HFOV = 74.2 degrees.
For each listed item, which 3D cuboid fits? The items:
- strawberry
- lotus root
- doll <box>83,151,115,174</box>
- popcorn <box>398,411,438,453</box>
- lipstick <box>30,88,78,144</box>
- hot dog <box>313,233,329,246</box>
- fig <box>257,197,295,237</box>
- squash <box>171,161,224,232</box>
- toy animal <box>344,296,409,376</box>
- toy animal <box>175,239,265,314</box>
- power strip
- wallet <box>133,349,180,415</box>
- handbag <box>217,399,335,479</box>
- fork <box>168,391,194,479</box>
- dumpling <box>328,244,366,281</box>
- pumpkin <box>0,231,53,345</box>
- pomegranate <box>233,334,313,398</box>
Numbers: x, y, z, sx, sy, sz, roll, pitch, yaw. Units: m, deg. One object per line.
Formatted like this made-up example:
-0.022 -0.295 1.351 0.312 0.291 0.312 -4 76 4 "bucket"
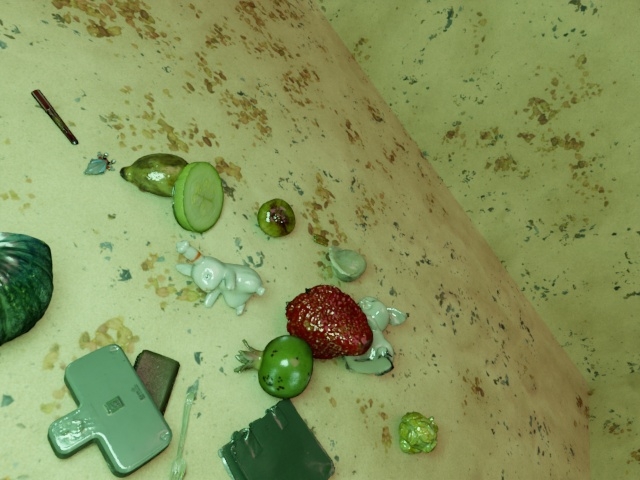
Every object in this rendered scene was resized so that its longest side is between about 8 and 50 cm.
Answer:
0.031 0.256 1.352 0.261 0.257 0.261 27 51 -38 "strawberry"
-0.477 -0.194 1.257 0.213 0.138 0.139 -4 66 -36 "lotus root"
-0.618 -0.208 1.181 0.114 0.039 0.057 -71 160 -55 "doll"
0.342 0.668 1.479 0.162 0.141 0.136 -27 85 -12 "popcorn"
-0.729 -0.337 1.167 0.177 0.027 0.027 53 38 -5 "lipstick"
0.000 0.000 1.694 0.083 0.021 0.037 27 67 -35 "hot dog"
-0.154 -0.078 1.505 0.153 0.120 0.136 39 76 -48 "fig"
-0.363 -0.133 1.291 0.219 0.041 0.220 9 90 -69 "squash"
0.186 0.326 1.535 0.247 0.182 0.310 41 35 -25 "toy animal"
-0.301 0.112 1.208 0.282 0.140 0.138 23 40 -39 "toy animal"
-0.457 0.367 0.884 0.193 0.059 0.265 -24 70 -42 "power strip"
-0.408 0.365 0.991 0.110 0.031 0.198 32 44 -26 "wallet"
-0.109 0.579 1.114 0.247 0.079 0.260 -22 78 -53 "handbag"
-0.325 0.470 1.005 0.034 0.028 0.220 26 47 -27 "fork"
0.095 0.085 1.657 0.166 0.126 0.215 43 40 10 "dumpling"
-0.642 0.104 0.755 0.292 0.263 0.197 1 69 -45 "pumpkin"
-0.129 0.348 1.196 0.224 0.182 0.182 18 48 -10 "pomegranate"
